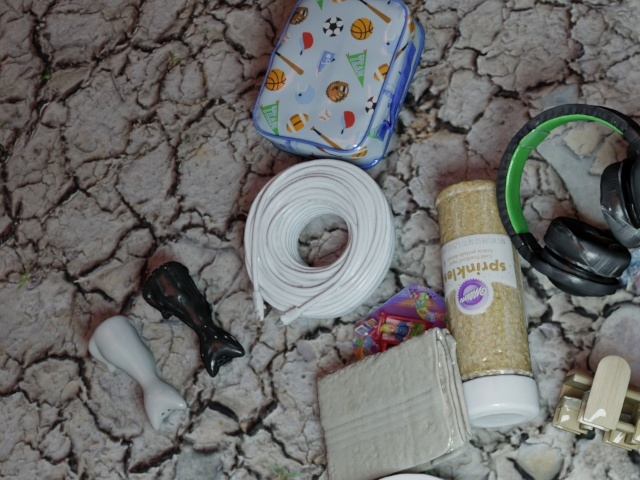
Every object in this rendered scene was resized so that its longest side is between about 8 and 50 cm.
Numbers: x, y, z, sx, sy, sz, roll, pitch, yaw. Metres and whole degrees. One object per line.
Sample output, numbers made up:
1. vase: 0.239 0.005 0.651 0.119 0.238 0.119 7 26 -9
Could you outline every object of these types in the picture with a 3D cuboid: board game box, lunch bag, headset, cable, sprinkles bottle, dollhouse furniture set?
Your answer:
1. board game box: 0.122 0.144 1.967 0.168 0.033 0.133 -37 60 10
2. lunch bag: 0.036 -0.263 2.114 0.243 0.115 0.303 15 79 24
3. headset: 0.395 -0.012 1.759 0.243 0.185 0.394 -47 69 26
4. cable: 0.000 0.000 2.039 0.257 0.089 0.257 -19 69 17
5. sprinkles bottle: 0.242 0.092 1.879 0.121 0.121 0.355 -13 66 21
6. dollhouse furniture set: 0.452 0.199 1.693 0.242 0.212 0.161 17 80 3

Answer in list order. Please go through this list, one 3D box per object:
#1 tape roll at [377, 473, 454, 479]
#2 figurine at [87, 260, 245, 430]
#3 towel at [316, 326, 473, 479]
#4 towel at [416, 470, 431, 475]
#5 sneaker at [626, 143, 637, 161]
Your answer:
1. tape roll: 0.142 0.472 1.785 0.286 0.100 0.286 -6 74 23
2. figurine: -0.252 0.179 2.108 0.215 0.092 0.209 -44 63 6
3. towel: 0.103 0.251 1.862 0.282 0.049 0.187 -27 63 42
4. towel: 0.106 0.298 1.914 0.102 0.021 0.237 -15 71 19
5. sneaker: 0.599 -0.152 1.822 0.314 0.116 0.136 -4 56 20
